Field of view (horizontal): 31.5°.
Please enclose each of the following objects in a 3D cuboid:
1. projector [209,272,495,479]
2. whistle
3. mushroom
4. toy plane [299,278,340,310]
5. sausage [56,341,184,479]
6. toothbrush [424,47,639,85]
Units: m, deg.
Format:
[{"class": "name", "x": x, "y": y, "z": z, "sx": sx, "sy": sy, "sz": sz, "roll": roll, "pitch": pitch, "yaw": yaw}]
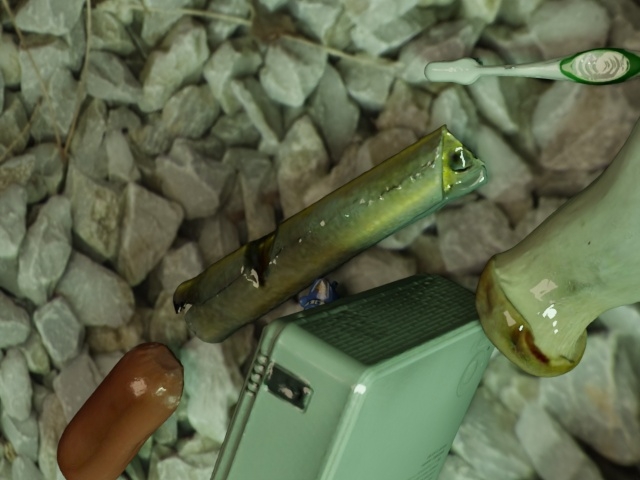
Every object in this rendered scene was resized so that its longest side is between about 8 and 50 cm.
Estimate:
[{"class": "projector", "x": 0.027, "y": 0.135, "z": 0.880, "sx": 0.099, "sy": 0.257, "sz": 0.191, "roll": 28, "pitch": 110, "yaw": 25}, {"class": "whistle", "x": 0.000, "y": -0.001, "z": 0.993, "sx": 0.326, "sy": 0.057, "sz": 0.068, "roll": -31, "pitch": 126, "yaw": 30}, {"class": "mushroom", "x": 0.244, "y": -0.030, "z": 0.819, "sx": 0.329, "sy": 0.122, "sz": 0.159, "roll": -41, "pitch": 68, "yaw": 31}, {"class": "toy plane", "x": -0.004, "y": 0.111, "z": 1.011, "sx": 0.054, "sy": 0.062, "sz": 0.167, "roll": 14, "pitch": 114, "yaw": 27}, {"class": "sausage", "x": -0.199, "y": 0.177, "z": 1.125, "sx": 0.077, "sy": 0.077, "sz": 0.194, "roll": 49, "pitch": 119, "yaw": 15}, {"class": "toothbrush", "x": 0.222, "y": -0.132, "z": 0.861, "sx": 0.304, "sy": 0.030, "sz": 0.030, "roll": 3, "pitch": 99, "yaw": 29}]
